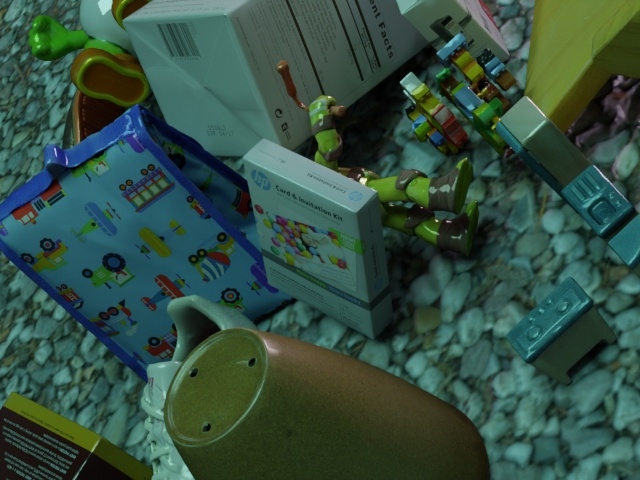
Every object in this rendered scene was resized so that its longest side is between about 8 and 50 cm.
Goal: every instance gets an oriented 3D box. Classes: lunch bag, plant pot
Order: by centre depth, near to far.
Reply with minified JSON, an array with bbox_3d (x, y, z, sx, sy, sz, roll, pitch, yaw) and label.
[{"bbox_3d":[-0.015,0.188,1.575,0.237,0.254,0.237,-26,42,27],"label":"plant pot"},{"bbox_3d":[-0.199,-0.006,1.886,0.221,0.293,0.138,-32,41,21],"label":"lunch bag"}]

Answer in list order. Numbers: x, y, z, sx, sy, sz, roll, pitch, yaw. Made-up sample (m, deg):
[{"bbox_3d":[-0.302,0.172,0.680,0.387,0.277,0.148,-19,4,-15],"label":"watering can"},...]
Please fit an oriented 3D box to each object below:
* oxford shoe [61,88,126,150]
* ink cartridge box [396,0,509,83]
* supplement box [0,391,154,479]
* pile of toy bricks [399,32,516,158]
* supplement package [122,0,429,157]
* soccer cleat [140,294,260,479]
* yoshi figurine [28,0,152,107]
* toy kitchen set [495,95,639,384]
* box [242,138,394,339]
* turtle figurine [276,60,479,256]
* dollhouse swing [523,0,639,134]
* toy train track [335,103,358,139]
[{"bbox_3d":[-0.308,-0.104,2.243,0.098,0.097,0.271,-32,40,31],"label":"oxford shoe"},{"bbox_3d":[0.136,-0.249,1.890,0.056,0.135,0.099,-36,39,18],"label":"ink cartridge box"},{"bbox_3d":[-0.291,0.294,1.857,0.191,0.129,0.194,16,70,50],"label":"supplement box"},{"bbox_3d":[0.159,-0.126,1.768,0.118,0.212,0.105,-42,75,0],"label":"pile of toy bricks"},{"bbox_3d":[-0.036,-0.238,1.930,0.178,0.175,0.293,4,34,45],"label":"supplement package"},{"bbox_3d":[-0.138,0.207,1.769,0.116,0.143,0.331,-18,47,34],"label":"soccer cleat"},{"bbox_3d":[-0.295,-0.338,2.286,0.204,0.203,0.362,-12,34,-6],"label":"yoshi figurine"},{"bbox_3d":[0.207,0.000,1.622,0.166,0.122,0.207,-43,38,8],"label":"toy kitchen set"},{"bbox_3d":[0.000,0.000,1.744,0.145,0.186,0.038,27,55,29],"label":"box"},{"bbox_3d":[0.044,-0.053,1.756,0.217,0.269,0.087,8,40,22],"label":"turtle figurine"},{"bbox_3d":[0.385,-0.258,1.718,0.315,0.305,0.346,9,56,1],"label":"dollhouse swing"},{"bbox_3d":[0.035,-0.144,2.003,0.048,0.014,0.083,-14,44,46],"label":"toy train track"}]
